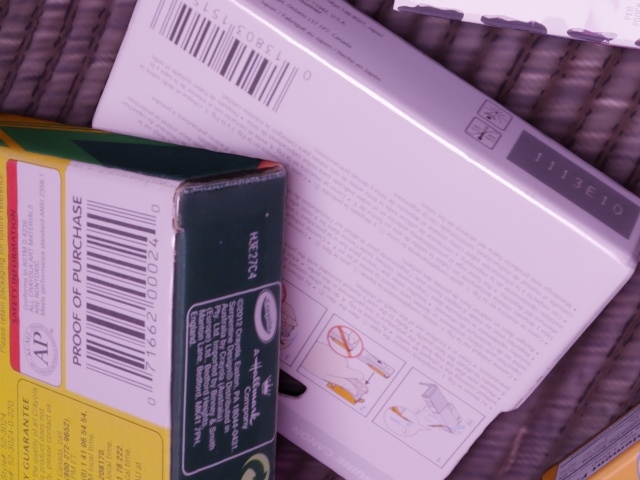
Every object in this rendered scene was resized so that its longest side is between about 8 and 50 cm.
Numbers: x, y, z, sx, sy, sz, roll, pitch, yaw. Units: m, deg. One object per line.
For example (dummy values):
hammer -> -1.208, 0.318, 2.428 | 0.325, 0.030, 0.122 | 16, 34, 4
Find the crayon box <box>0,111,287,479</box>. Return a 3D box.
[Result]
crayon box -> -0.163, 0.038, 0.690 | 0.318, 0.081, 0.202 | 14, 107, 37

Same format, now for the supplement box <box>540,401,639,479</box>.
supplement box -> 0.219, 0.096, 0.658 | 0.233, 0.080, 0.078 | -43, 89, 21

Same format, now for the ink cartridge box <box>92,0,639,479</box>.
ink cartridge box -> 0.000, 0.000, 0.700 | 0.275, 0.060, 0.239 | 34, 132, 4

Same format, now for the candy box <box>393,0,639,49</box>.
candy box -> 0.145, -0.178, 0.617 | 0.196, 0.070, 0.165 | 10, 105, 10
